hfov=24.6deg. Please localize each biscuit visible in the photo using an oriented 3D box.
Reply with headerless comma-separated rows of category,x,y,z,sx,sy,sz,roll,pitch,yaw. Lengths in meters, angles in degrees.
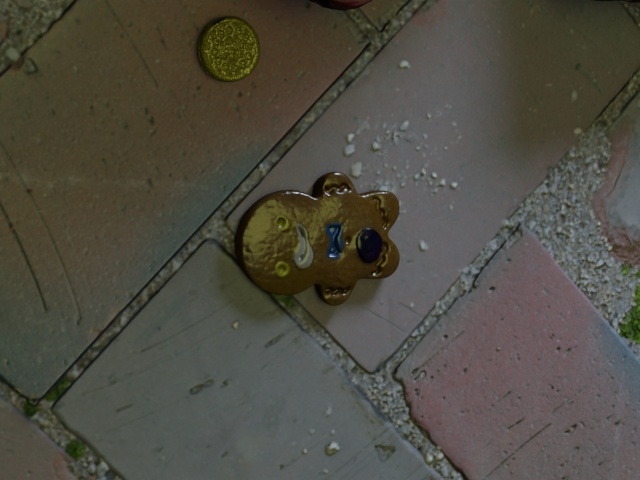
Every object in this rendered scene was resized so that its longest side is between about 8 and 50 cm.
biscuit,-0.116,-0.243,1.866,0.084,0.023,0.084,-3,98,-25
biscuit,0.000,0.000,1.948,0.236,0.039,0.180,-6,100,-23

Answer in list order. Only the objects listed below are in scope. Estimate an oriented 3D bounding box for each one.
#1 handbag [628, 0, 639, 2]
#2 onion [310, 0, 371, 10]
handbag,0.533,-0.492,2.060,0.416,0.180,0.317,-5,100,-31
onion,0.005,-0.430,1.786,0.230,0.256,0.272,44,46,18
